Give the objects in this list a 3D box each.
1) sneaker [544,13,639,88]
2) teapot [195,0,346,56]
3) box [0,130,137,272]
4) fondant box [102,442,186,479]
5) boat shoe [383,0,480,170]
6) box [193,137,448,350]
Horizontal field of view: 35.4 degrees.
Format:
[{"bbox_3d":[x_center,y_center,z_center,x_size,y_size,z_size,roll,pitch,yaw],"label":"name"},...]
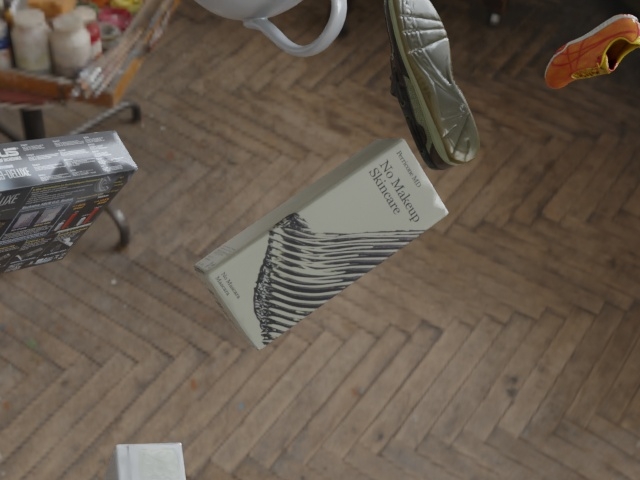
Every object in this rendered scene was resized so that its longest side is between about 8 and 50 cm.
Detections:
[{"bbox_3d":[0.409,-0.275,1.523,0.064,0.175,0.067,11,60,-33],"label":"sneaker"},{"bbox_3d":[-0.059,-0.382,1.168,0.187,0.256,0.252,-7,51,42],"label":"teapot"},{"bbox_3d":[-0.435,-0.037,1.368,0.307,0.242,0.076,-17,69,-51],"label":"box"},{"bbox_3d":[-0.257,0.460,1.374,0.096,0.330,0.238,2,51,-22],"label":"fondant box"},{"bbox_3d":[0.113,-0.186,1.165,0.080,0.073,0.224,-16,85,-41],"label":"boat shoe"},{"bbox_3d":[0.000,0.000,1.150,0.275,0.094,0.113,-36,102,-11],"label":"box"}]
